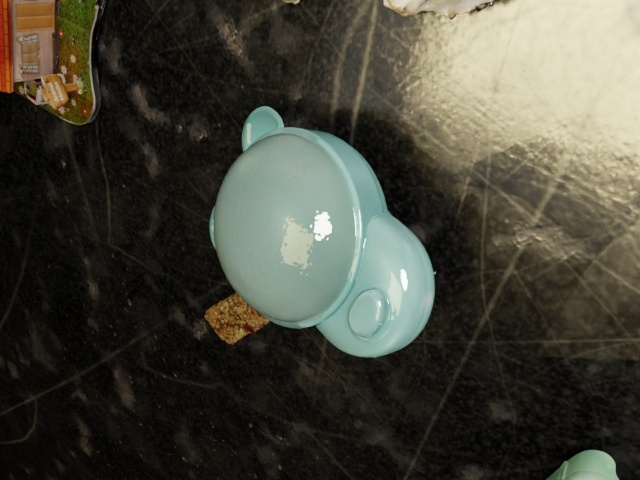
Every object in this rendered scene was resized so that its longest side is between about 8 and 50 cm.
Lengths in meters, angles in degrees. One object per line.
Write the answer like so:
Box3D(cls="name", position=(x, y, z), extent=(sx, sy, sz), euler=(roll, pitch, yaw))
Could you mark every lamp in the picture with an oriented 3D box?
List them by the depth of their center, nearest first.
Box3D(cls="lamp", position=(-0.007, 0.002, 0.600), extent=(0.284, 0.147, 0.209), euler=(34, 120, 14))

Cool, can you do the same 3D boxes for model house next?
Box3D(cls="model house", position=(-0.403, -0.290, 0.726), extent=(0.207, 0.154, 0.294), euler=(30, 125, 21))

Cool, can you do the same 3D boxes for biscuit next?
Box3D(cls="biscuit", position=(-0.083, 0.081, 0.761), extent=(0.199, 0.034, 0.064), euler=(-34, 92, 40))

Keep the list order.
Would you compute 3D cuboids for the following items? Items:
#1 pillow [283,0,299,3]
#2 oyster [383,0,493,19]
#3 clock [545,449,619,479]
Box3D(cls="pillow", position=(-0.010, -0.330, 0.518), extent=(0.135, 0.034, 0.211), euler=(50, 131, 2))
Box3D(cls="oyster", position=(0.117, -0.236, 0.464), extent=(0.148, 0.051, 0.103), euler=(14, 136, 29))
Box3D(cls="clock", position=(0.318, 0.329, 0.588), extent=(0.211, 0.066, 0.159), euler=(37, 127, 14))
